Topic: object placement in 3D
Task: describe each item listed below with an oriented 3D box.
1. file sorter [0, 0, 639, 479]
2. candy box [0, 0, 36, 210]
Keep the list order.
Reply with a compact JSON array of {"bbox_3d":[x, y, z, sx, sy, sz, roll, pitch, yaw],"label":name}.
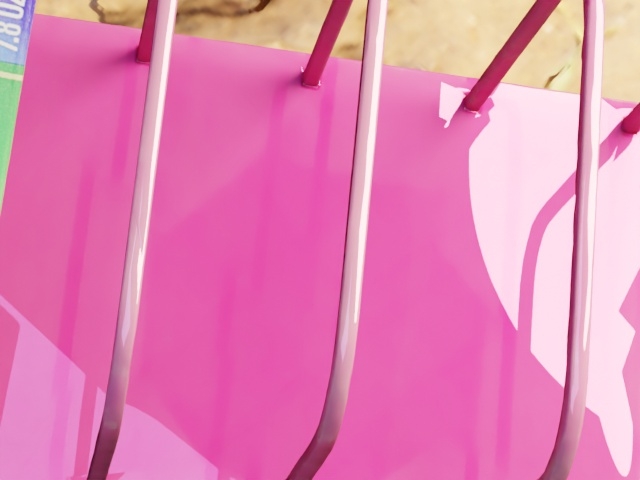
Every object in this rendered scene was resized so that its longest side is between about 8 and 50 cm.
[{"bbox_3d":[0.000,0.000,0.683,0.291,0.182,0.202,8,72,-8],"label":"file sorter"},{"bbox_3d":[-0.235,0.010,0.445,0.122,0.317,0.268,12,93,44],"label":"candy box"}]
